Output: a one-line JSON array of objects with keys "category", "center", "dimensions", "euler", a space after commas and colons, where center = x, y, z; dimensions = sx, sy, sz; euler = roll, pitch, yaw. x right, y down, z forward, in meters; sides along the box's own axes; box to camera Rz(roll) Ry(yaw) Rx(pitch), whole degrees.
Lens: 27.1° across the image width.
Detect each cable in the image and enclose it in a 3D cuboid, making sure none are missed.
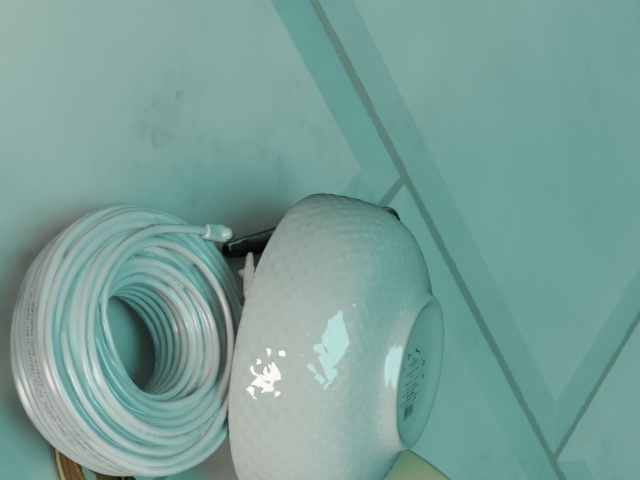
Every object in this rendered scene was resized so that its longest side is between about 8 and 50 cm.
[{"category": "cable", "center": [-0.174, 0.092, 1.246], "dimensions": [0.257, 0.089, 0.257], "euler": [21, 63, -45]}]

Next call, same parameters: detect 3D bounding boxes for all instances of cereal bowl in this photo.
[{"category": "cereal bowl", "center": [0.039, 0.123, 1.374], "dimensions": [0.339, 0.141, 0.339], "euler": [8, 90, -70]}]

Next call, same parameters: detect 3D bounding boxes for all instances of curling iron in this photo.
[{"category": "curling iron", "center": [0.000, 0.000, 1.495], "dimensions": [0.274, 0.035, 0.068], "euler": [-5, 93, -46]}]

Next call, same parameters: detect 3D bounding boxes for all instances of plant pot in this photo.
[{"category": "plant pot", "center": [0.069, 0.288, 1.523], "dimensions": [0.096, 0.109, 0.109], "euler": [51, 55, -17]}]

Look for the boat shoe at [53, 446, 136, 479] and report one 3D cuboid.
[{"category": "boat shoe", "center": [-0.196, 0.245, 1.270], "dimensions": [0.064, 0.060, 0.178], "euler": [-37, 115, -40]}]
